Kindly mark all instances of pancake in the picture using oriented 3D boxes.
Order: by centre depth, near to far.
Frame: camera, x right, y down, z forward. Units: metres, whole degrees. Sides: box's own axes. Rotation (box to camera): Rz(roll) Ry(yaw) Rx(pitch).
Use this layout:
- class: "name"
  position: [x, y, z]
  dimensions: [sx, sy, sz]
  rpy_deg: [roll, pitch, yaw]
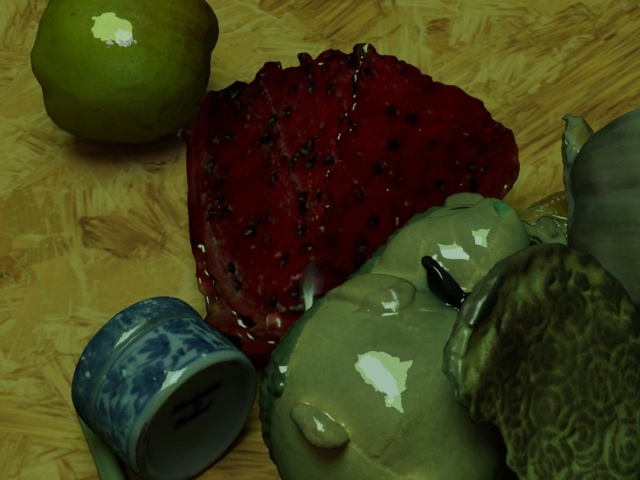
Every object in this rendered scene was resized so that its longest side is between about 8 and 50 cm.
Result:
- class: "pancake"
  position: [0.195, 0.154, 1.629]
  dimensions: [0.033, 0.288, 0.286]
  rpy_deg: [0, 55, 50]

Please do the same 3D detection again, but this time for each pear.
- class: "pear"
  position: [-0.207, -0.197, 2.089]
  dimensions: [0.200, 0.200, 0.200]
  rpy_deg: [-5, 45, 5]

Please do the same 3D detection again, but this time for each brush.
- class: "brush"
  position: [-0.182, 0.226, 1.777]
  dimensions: [0.039, 0.042, 0.299]
  rpy_deg: [4, 37, -26]

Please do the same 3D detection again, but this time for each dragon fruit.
- class: "dragon fruit"
  position: [0.007, 0.003, 1.930]
  dimensions: [0.286, 0.228, 0.329]
  rpy_deg: [-8, 66, 46]

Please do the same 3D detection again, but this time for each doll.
- class: "doll"
  position: [0.098, 0.103, 1.714]
  dimensions: [0.247, 0.247, 0.349]
  rpy_deg: [16, 45, 24]

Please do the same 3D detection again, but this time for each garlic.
- class: "garlic"
  position: [0.340, -0.036, 1.786]
  dimensions: [0.292, 0.210, 0.237]
  rpy_deg: [1, 5, 32]

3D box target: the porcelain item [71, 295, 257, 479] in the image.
- class: "porcelain item"
  position: [-0.144, 0.134, 1.780]
  dimensions: [0.147, 0.147, 0.114]
  rpy_deg: [-35, 54, -23]

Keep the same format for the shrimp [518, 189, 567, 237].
- class: "shrimp"
  position: [0.291, -0.022, 1.925]
  dimensions: [0.267, 0.061, 0.145]
  rpy_deg: [-32, 42, -21]
